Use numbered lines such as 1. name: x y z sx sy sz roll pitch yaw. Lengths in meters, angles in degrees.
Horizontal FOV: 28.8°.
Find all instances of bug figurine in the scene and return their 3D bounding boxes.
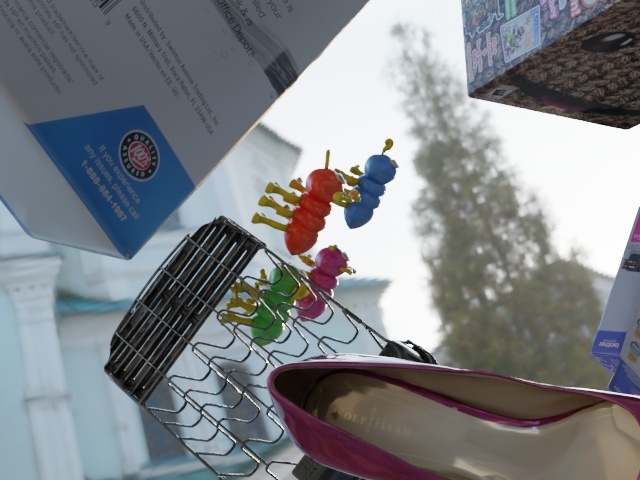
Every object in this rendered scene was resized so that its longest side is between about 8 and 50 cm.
1. bug figurine: 0.000 0.000 1.266 0.216 0.072 0.279 -64 -13 16

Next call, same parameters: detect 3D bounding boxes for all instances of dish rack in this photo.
1. dish rack: -0.057 0.114 1.107 0.208 0.271 0.074 -53 -29 -3

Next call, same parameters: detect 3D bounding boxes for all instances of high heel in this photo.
1. high heel: 0.095 0.096 0.618 0.244 0.082 0.117 9 -16 29

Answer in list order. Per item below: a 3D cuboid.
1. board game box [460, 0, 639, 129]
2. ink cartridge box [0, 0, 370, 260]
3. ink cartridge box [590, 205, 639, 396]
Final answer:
1. board game box: 0.320 -0.241 1.260 0.232 0.141 0.291 7 -19 -28
2. ink cartridge box: -0.124 -0.175 0.853 0.129 0.307 0.223 9 -40 46
3. ink cartridge box: 0.502 0.124 1.902 0.065 0.311 0.186 0 -31 42
